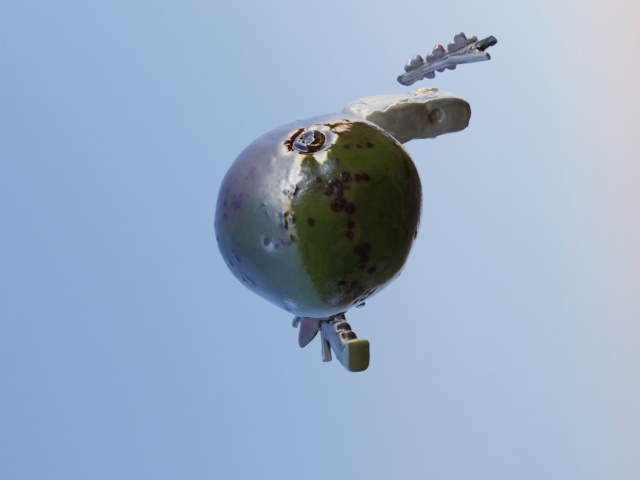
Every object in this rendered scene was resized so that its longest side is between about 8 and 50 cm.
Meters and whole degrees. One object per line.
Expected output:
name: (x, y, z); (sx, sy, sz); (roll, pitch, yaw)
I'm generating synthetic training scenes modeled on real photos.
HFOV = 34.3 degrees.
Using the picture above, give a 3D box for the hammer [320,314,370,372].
hammer: (0.033, 0.157, 1.717); (0.226, 0.041, 0.159); (-128, 31, -67)

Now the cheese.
cheese: (0.161, -0.241, 2.050); (0.159, 0.262, 0.093); (-152, 54, -63)

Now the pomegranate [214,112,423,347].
pomegranate: (0.007, 0.001, 1.375); (0.291, 0.290, 0.324); (-43, -55, -64)

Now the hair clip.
hair clip: (0.219, -0.319, 1.806); (0.062, 0.213, 0.056); (38, -118, -32)
